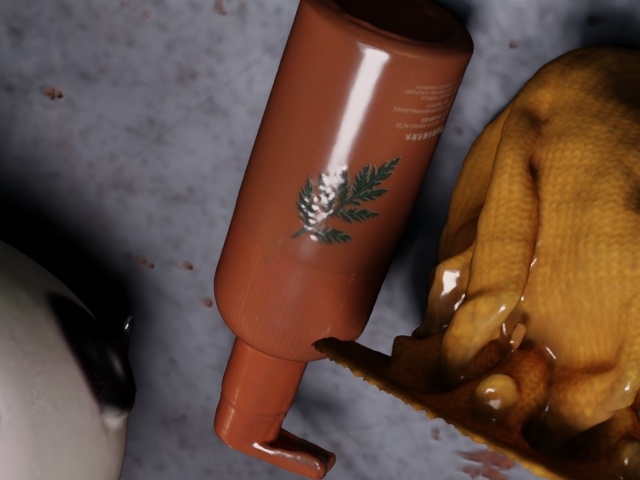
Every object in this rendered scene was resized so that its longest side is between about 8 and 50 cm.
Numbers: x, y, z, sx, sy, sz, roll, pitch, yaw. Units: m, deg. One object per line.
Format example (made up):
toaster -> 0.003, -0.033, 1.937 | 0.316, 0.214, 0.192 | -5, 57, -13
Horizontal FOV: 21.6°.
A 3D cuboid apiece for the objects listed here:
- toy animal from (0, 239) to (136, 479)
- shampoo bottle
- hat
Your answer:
toy animal -> -0.224, 0.135, 0.856 | 0.251, 0.251, 0.310 | 28, 107, 5
shampoo bottle -> -0.002, -0.001, 0.800 | 0.085, 0.085, 0.244 | 21, 117, 8
hat -> 0.151, -0.006, 0.733 | 0.244, 0.233, 0.233 | 26, 91, -7
